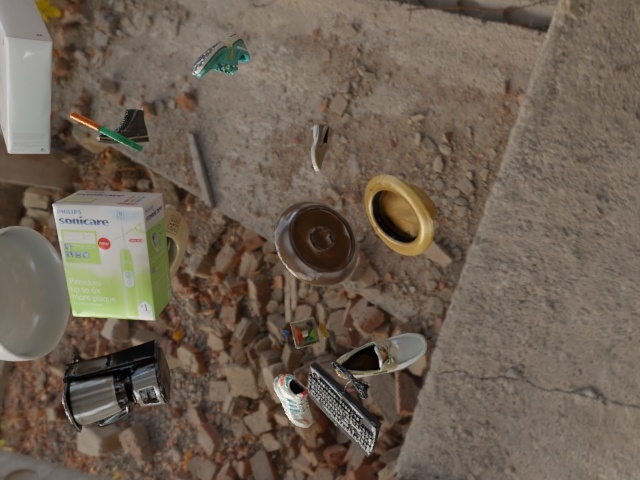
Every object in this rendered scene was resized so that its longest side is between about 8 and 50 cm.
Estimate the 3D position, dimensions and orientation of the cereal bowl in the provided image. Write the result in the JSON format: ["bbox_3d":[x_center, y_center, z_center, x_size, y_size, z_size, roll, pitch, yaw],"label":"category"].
[{"bbox_3d":[-0.795,0.140,1.302,0.141,0.339,0.338,-10,78,6],"label":"cereal bowl"}]

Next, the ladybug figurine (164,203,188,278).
[{"bbox_3d":[-0.705,0.048,2.067,0.162,0.305,0.449,33,94,35],"label":"ladybug figurine"}]

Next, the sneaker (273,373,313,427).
[{"bbox_3d":[-0.057,0.415,1.332,0.075,0.057,0.161,-24,97,43],"label":"sneaker"}]

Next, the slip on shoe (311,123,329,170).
[{"bbox_3d":[0.003,-0.256,1.410,0.041,0.051,0.135,-2,72,18],"label":"slip on shoe"}]

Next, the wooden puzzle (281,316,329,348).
[{"bbox_3d":[-0.040,0.249,1.390,0.117,0.014,0.078,-21,87,-7],"label":"wooden puzzle"}]

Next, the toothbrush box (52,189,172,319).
[{"bbox_3d":[-0.479,0.034,1.212,0.207,0.122,0.282,3,110,4],"label":"toothbrush box"}]

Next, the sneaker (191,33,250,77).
[{"bbox_3d":[-0.327,-0.613,1.746,0.107,0.275,0.109,-16,115,42],"label":"sneaker"}]

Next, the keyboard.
[{"bbox_3d":[0.061,0.453,1.486,0.317,0.033,0.201,31,117,47],"label":"keyboard"}]

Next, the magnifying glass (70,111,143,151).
[{"bbox_3d":[-0.660,-0.335,1.597,0.231,0.092,0.026,28,92,-6],"label":"magnifying glass"}]

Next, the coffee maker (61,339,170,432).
[{"bbox_3d":[-0.392,0.261,1.004,0.120,0.179,0.171,93,159,-53],"label":"coffee maker"}]

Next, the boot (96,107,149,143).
[{"bbox_3d":[-0.771,-0.446,1.997,0.077,0.198,0.136,5,103,43],"label":"boot"}]

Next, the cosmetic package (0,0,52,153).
[{"bbox_3d":[-0.727,-0.429,1.230,0.377,0.098,0.284,53,133,34],"label":"cosmetic package"}]

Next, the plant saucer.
[{"bbox_3d":[0.000,0.000,1.723,0.050,0.311,0.310,-40,61,56],"label":"plant saucer"}]

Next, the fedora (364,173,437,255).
[{"bbox_3d":[0.177,-0.062,1.069,0.194,0.079,0.194,40,145,35],"label":"fedora"}]

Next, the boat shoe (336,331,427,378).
[{"bbox_3d":[0.195,0.368,1.621,0.303,0.103,0.113,-21,74,1],"label":"boat shoe"}]
